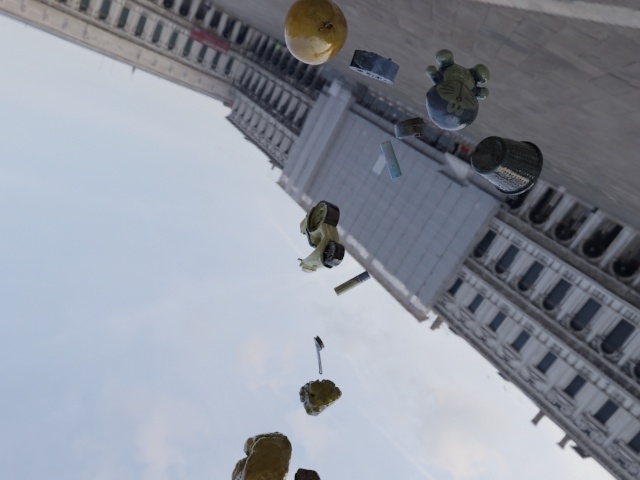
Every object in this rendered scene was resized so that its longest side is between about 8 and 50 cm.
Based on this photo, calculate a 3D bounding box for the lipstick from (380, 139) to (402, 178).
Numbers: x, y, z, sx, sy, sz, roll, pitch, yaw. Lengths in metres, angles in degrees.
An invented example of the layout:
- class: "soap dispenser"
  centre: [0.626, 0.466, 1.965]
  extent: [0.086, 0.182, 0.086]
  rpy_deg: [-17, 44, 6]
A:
- class: "lipstick"
  centre: [0.298, -0.341, 1.942]
  extent: [0.048, 0.048, 0.157]
  rpy_deg: [-65, -45, -72]

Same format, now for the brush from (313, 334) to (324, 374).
- class: "brush"
  centre: [-0.002, 0.482, 1.909]
  extent: [0.027, 0.266, 0.062]
  rpy_deg: [-25, -131, -19]

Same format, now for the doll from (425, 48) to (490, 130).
- class: "doll"
  centre: [0.439, -0.484, 1.517]
  extent: [0.228, 0.154, 0.258]
  rpy_deg: [22, -124, -6]

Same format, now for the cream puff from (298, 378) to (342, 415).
- class: "cream puff"
  centre: [-0.006, 0.523, 1.566]
  extent: [0.116, 0.146, 0.146]
  rpy_deg: [50, -155, 21]

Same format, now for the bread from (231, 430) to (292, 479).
- class: "bread"
  centre: [-0.183, 0.685, 1.374]
  extent: [0.134, 0.244, 0.244]
  rpy_deg: [30, -162, -8]

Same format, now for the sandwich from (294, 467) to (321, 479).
- class: "sandwich"
  centre: [-0.030, 0.646, 1.235]
  extent: [0.070, 0.026, 0.101]
  rpy_deg: [-7, -163, -26]

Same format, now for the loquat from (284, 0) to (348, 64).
- class: "loquat"
  centre: [-0.024, -0.847, 1.854]
  extent: [0.263, 0.262, 0.263]
  rpy_deg: [26, -162, -9]

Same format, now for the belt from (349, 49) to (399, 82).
- class: "belt"
  centre: [0.199, -0.647, 1.701]
  extent: [0.191, 0.082, 0.141]
  rpy_deg: [11, -164, -28]

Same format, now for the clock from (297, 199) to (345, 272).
- class: "clock"
  centre: [0.000, 0.000, 2.096]
  extent: [0.120, 0.276, 0.378]
  rpy_deg: [22, -136, -26]

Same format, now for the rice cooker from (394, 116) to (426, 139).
- class: "rice cooker"
  centre: [0.462, -0.581, 2.384]
  extent: [0.165, 0.106, 0.112]
  rpy_deg: [8, -160, 44]

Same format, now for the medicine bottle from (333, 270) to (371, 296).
- class: "medicine bottle"
  centre: [0.193, 0.259, 2.785]
  extent: [0.059, 0.231, 0.059]
  rpy_deg: [60, -179, -2]

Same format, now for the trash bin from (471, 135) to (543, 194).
- class: "trash bin"
  centre: [0.559, -0.243, 1.409]
  extent: [0.161, 0.175, 0.175]
  rpy_deg: [15, -157, -34]
